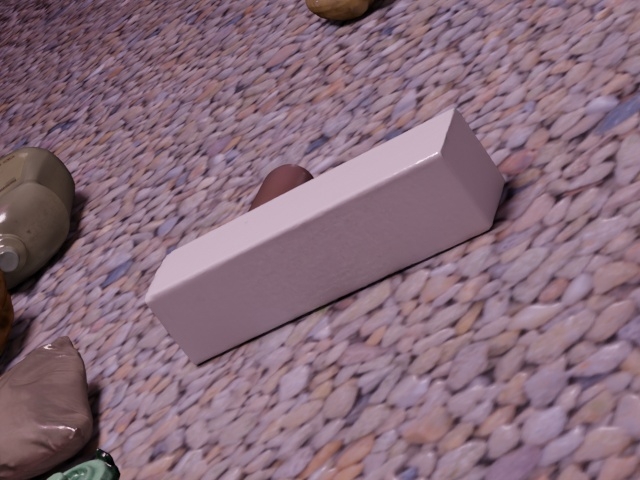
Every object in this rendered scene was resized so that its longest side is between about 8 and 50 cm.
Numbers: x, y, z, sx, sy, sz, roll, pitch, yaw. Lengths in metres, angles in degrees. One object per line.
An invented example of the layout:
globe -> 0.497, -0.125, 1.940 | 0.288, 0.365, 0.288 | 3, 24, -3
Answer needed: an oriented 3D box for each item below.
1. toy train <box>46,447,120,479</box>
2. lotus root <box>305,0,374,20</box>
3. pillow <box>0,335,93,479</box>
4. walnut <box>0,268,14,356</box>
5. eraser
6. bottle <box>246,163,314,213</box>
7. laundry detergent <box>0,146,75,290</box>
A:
toy train -> -0.145, 0.242, 1.155 | 0.202, 0.120, 0.301 | -45, 21, -18
lotus root -> 0.026, -0.284, 2.140 | 0.073, 0.062, 0.150 | -44, 20, -20
pillow -> -0.306, 0.181, 1.639 | 0.270, 0.067, 0.173 | -31, 26, 16
walnut -> -0.386, 0.075, 1.893 | 0.155, 0.155, 0.184 | -24, 21, 32
eraser -> 0.001, 0.000, 1.519 | 0.298, 0.078, 0.076 | -26, 22, 28
bottle -> -0.041, -0.014, 1.654 | 0.053, 0.053, 0.140 | -26, 22, 28
laundry detergent -> -0.356, -0.012, 2.122 | 0.181, 0.091, 0.253 | -37, 20, 3
